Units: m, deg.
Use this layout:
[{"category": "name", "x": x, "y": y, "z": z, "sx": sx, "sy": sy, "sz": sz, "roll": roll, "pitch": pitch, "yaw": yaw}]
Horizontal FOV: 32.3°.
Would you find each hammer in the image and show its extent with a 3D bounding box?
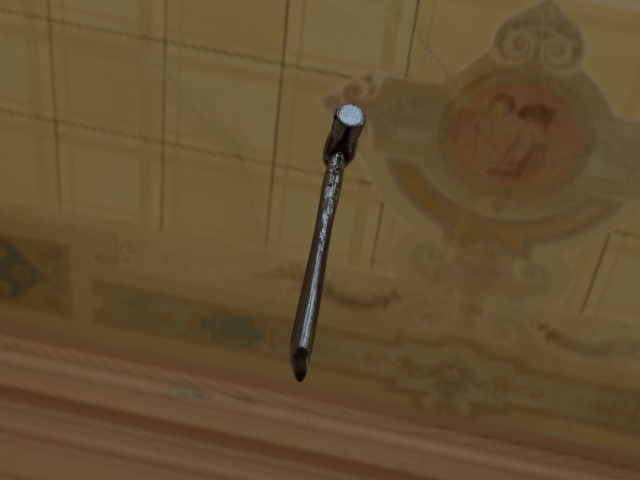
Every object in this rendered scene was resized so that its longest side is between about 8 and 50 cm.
[{"category": "hammer", "x": 0.000, "y": 0.000, "z": 0.665, "sx": 0.021, "sy": 0.178, "sz": 0.065, "roll": 14, "pitch": -32, "yaw": -2}]
